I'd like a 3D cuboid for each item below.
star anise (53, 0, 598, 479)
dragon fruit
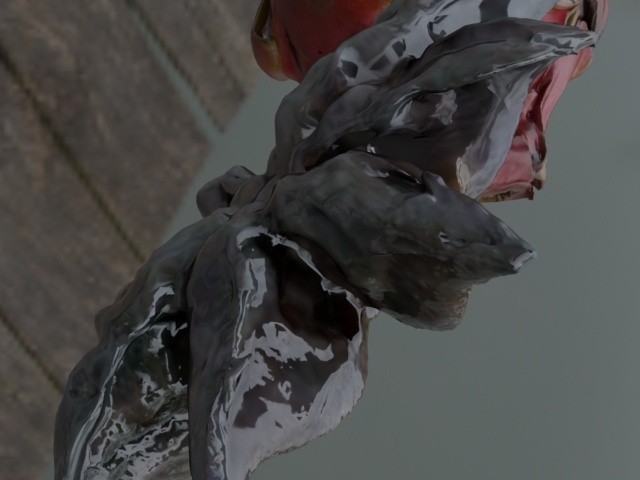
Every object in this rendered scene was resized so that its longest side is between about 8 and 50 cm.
[{"bbox_3d":[0.000,0.000,0.491,0.061,0.204,0.181,43,13,-18],"label":"star anise"},{"bbox_3d":[0.039,-0.090,0.671,0.136,0.133,0.166,77,4,-72],"label":"dragon fruit"}]
